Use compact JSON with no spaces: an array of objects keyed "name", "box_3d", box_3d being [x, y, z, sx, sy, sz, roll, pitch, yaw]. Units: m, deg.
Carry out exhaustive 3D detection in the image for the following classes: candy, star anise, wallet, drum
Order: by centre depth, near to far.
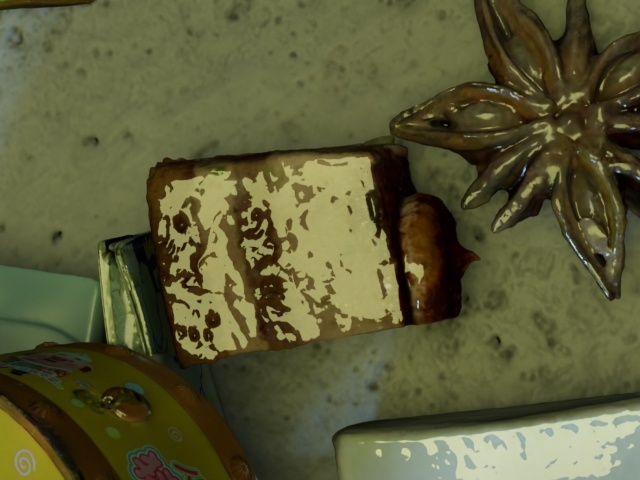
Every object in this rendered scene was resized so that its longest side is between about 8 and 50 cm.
[{"name":"drum","box_3d":[-0.257,0.302,1.743,0.431,0.214,0.431,5,98,35]},{"name":"star anise","box_3d":[0.240,-0.096,1.860,0.349,0.109,0.292,9,87,9]},{"name":"candy","box_3d":[0.204,0.252,1.870,0.358,0.145,0.208,-9,92,13]},{"name":"wallet","box_3d":[-0.142,0.142,1.900,0.077,0.223,0.310,-15,91,11]}]

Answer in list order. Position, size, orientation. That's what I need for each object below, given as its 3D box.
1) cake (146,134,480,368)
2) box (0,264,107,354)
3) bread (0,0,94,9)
[{"name":"cake","box_3d":[0.000,0.000,1.873,0.293,0.196,0.199,-8,89,14]},{"name":"box","box_3d":[-0.290,0.095,1.965,0.227,0.162,0.130,7,84,11]},{"name":"bread","box_3d":[-0.306,-0.269,2.020,0.139,0.084,0.074,-1,93,43]}]
